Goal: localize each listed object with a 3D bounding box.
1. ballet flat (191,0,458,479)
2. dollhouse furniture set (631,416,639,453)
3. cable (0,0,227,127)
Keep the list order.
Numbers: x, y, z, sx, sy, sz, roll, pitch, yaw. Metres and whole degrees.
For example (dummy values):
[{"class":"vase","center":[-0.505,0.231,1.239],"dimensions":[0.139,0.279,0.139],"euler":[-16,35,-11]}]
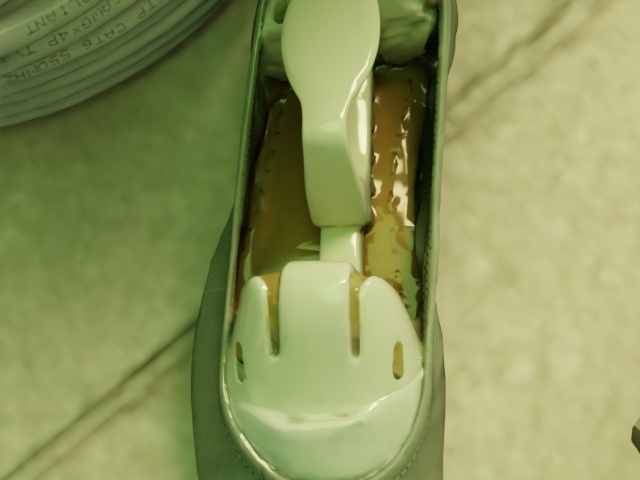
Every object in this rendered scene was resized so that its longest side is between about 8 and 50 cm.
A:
[{"class":"ballet flat","center":[0.000,0.000,0.445],"dimensions":[0.072,0.068,0.213],"euler":[2,74,7]},{"class":"dollhouse furniture set","center":[0.037,-0.141,0.371],"dimensions":[0.362,0.256,0.394],"euler":[-42,65,-15]},{"class":"cable","center":[-0.123,-0.158,0.495],"dimensions":[0.257,0.089,0.257],"euler":[-9,74,3]}]
